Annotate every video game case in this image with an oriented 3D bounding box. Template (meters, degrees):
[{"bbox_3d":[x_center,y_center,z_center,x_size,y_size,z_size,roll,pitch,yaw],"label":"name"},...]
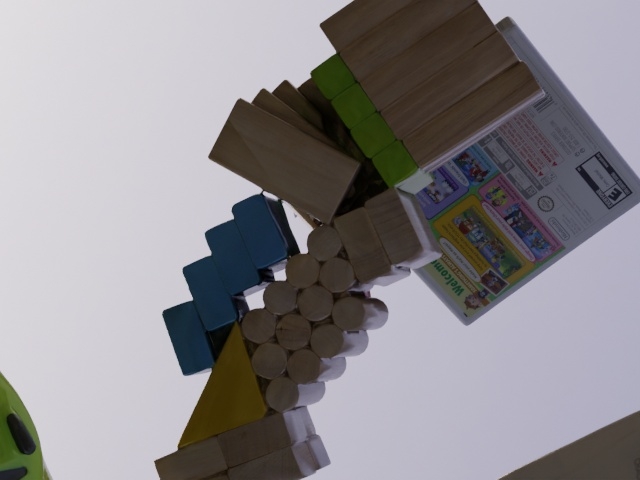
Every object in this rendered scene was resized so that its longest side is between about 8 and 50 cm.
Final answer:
[{"bbox_3d":[0.134,-0.051,1.517,0.193,0.212,0.023,-37,-148,12],"label":"video game case"}]

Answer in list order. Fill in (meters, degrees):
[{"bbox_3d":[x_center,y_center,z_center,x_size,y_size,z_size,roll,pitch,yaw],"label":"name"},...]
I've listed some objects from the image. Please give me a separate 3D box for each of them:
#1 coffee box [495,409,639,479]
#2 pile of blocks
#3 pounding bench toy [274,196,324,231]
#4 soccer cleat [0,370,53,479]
[{"bbox_3d":[0.229,0.354,1.210,0.338,0.334,0.338,-33,-137,33],"label":"coffee box"},{"bbox_3d":[0.000,0.000,1.117,0.362,0.149,0.112,-59,169,3],"label":"pile of blocks"},{"bbox_3d":[-0.011,-0.026,1.391,0.083,0.065,0.052,-43,168,-6],"label":"pounding bench toy"},{"bbox_3d":[-0.161,0.146,0.913,0.093,0.289,0.121,-35,-150,-14],"label":"soccer cleat"}]
